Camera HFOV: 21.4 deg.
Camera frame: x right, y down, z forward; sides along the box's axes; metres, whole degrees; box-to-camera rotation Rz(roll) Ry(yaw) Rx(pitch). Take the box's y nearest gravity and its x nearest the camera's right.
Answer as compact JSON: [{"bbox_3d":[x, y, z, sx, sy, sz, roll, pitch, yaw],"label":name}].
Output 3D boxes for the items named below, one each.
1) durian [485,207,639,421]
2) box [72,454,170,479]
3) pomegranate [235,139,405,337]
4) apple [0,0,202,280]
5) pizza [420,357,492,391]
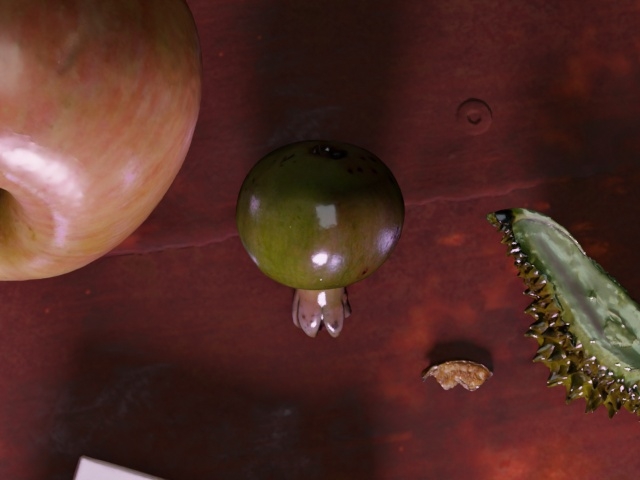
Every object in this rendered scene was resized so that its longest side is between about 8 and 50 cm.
[{"bbox_3d":[0.305,0.113,1.846,0.132,0.106,0.375,-38,87,-13],"label":"durian"},{"bbox_3d":[-0.122,0.369,1.763,0.330,0.095,0.210,17,81,-4],"label":"box"},{"bbox_3d":[-0.009,-0.006,1.795,0.179,0.179,0.210,20,92,-4],"label":"pomegranate"},{"bbox_3d":[-0.312,-0.155,1.675,0.392,0.391,0.346,9,61,-6],"label":"apple"},{"bbox_3d":[0.151,0.148,1.869,0.083,0.016,0.037,0,81,-11],"label":"pizza"}]
